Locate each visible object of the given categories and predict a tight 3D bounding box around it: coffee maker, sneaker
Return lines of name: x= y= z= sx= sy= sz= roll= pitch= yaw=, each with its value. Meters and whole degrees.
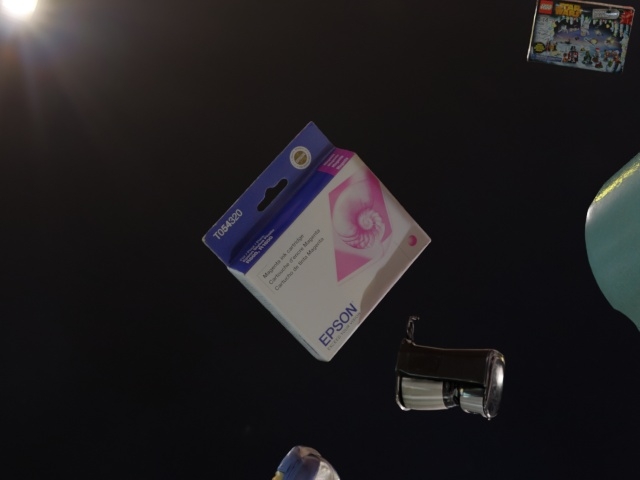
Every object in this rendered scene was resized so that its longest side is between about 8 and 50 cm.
coffee maker: x=0.233 y=0.228 z=2.273 sx=0.178 sy=0.171 sz=0.120 roll=1 pitch=-170 yaw=25
sneaker: x=0.026 y=0.343 z=1.545 sx=0.131 sy=0.112 sz=0.296 roll=21 pitch=161 yaw=26

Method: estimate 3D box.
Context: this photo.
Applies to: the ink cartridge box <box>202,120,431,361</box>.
ink cartridge box: x=0.000 y=0.000 z=2.382 sx=0.330 sy=0.324 sz=0.071 roll=47 pitch=162 yaw=-19

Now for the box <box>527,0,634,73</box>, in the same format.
box: x=0.370 y=-0.294 z=1.809 sx=0.137 sy=0.094 sz=0.027 roll=8 pitch=-161 yaw=6

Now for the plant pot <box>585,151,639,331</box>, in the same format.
plant pot: x=0.516 y=-0.038 z=1.539 sx=0.341 sy=0.334 sz=0.341 roll=10 pitch=-115 yaw=-22
